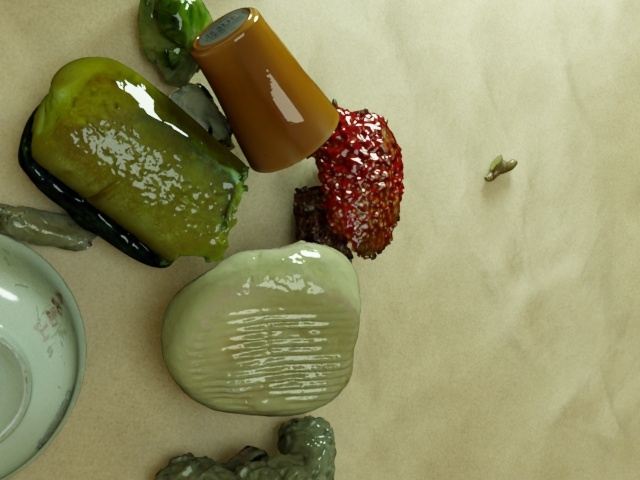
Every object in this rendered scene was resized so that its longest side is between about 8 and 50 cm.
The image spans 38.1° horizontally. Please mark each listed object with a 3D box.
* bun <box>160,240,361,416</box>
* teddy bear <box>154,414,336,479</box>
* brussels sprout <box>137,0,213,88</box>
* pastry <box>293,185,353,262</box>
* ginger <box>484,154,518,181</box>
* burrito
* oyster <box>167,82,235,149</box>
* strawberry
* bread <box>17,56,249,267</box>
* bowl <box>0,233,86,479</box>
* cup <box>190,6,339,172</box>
[{"bbox_3d":[-0.093,0.143,1.591,0.361,0.213,0.361,-8,121,-13],"label":"bun"},{"bbox_3d":[-0.097,0.534,1.652,0.357,0.224,0.368,-15,114,-33],"label":"teddy bear"},{"bbox_3d":[-0.237,-0.356,1.582,0.139,0.100,0.181,-9,90,-47],"label":"brussels sprout"},{"bbox_3d":[0.002,0.000,1.733,0.115,0.097,0.209,-10,95,-27],"label":"pastry"},{"bbox_3d":[0.388,-0.163,2.014,0.097,0.030,0.048,-28,133,-26],"label":"ginger"},{"bbox_3d":[-0.447,-0.020,1.481,0.188,0.045,0.058,14,91,-34],"label":"burrito"},{"bbox_3d":[-0.207,-0.212,1.616,0.146,0.045,0.122,9,126,-15],"label":"oyster"},{"bbox_3d":[0.096,-0.117,1.695,0.233,0.137,0.306,12,51,-48],"label":"strawberry"},{"bbox_3d":[-0.292,-0.121,1.494,0.376,0.208,0.251,40,66,-23],"label":"bread"},{"bbox_3d":[-0.528,0.197,1.331,0.434,0.196,0.435,-3,97,-28],"label":"bowl"},{"bbox_3d":[-0.091,-0.267,1.586,0.264,0.182,0.226,56,34,-31],"label":"cup"}]
